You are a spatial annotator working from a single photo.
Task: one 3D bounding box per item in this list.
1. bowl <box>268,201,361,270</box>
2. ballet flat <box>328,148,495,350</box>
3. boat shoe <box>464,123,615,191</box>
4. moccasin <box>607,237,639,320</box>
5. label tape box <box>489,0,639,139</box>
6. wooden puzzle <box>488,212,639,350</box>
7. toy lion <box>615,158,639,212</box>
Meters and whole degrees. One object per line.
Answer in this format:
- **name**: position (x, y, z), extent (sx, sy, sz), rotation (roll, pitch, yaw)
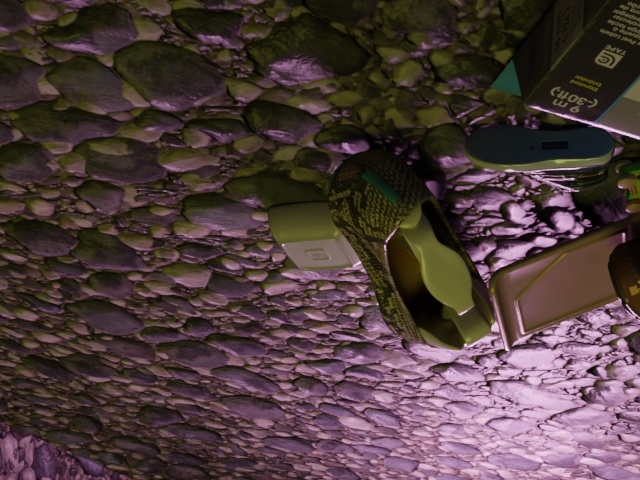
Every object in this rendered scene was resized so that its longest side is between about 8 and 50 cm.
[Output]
- **bowl**: position (0.000, 0.000, 1.751), extent (0.142, 0.053, 0.142), rotation (-4, 150, 20)
- **ballet flat**: position (0.156, 0.056, 1.660), extent (0.182, 0.164, 0.483), rotation (41, 172, 37)
- **boat shoe**: position (0.274, -0.097, 1.478), extent (0.183, 0.065, 0.083), rotation (2, 150, 10)
- **moccasin**: position (0.551, 0.064, 1.616), extent (0.380, 0.139, 0.147), rotation (17, 143, -27)
- **label tape box**: position (0.352, -0.181, 1.258), extent (0.240, 0.106, 0.334), rotation (15, 151, -11)
- **wooden puzzle**: position (0.352, 0.052, 1.674), extent (0.238, 0.044, 0.221), rotation (-26, 148, 0)
- **toy lion**: position (0.437, -0.073, 1.521), extent (0.096, 0.034, 0.100), rotation (-11, 147, 20)
